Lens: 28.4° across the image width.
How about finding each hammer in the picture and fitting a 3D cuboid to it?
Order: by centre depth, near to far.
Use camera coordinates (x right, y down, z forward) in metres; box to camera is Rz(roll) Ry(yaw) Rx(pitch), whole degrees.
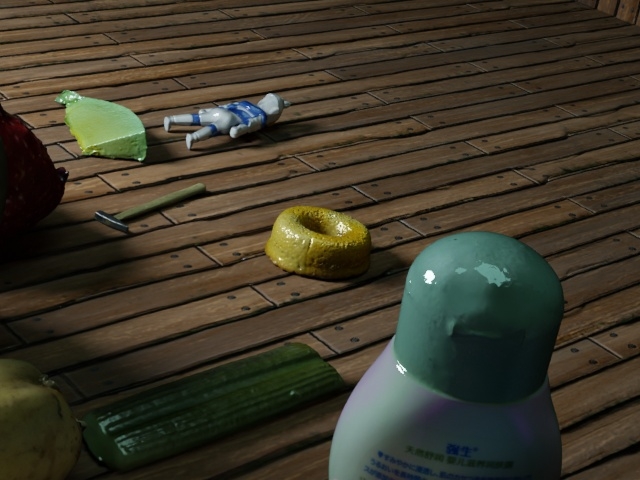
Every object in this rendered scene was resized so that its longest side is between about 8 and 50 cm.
[{"bbox_3d":[-0.237,-0.052,1.849,0.062,0.013,0.199,27,32,30],"label":"hammer"}]

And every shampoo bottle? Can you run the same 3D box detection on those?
[{"bbox_3d":[0.129,0.155,1.189,0.222,0.349,0.151,10,28,1],"label":"shampoo bottle"}]

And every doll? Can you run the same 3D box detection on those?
[{"bbox_3d":[-0.141,-0.202,2.131,0.227,0.057,0.114,-20,31,-29],"label":"doll"}]

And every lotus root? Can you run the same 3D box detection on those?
[{"bbox_3d":[-0.353,0.196,1.184,0.284,0.146,0.160,-19,20,-39],"label":"lotus root"}]

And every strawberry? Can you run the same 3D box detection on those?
[{"bbox_3d":[-0.478,-0.089,1.643,0.274,0.274,0.220,24,68,27],"label":"strawberry"}]

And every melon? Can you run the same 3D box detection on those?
[{"bbox_3d":[-0.366,-0.185,2.056,0.114,0.053,0.262,-27,36,-22],"label":"melon"}]

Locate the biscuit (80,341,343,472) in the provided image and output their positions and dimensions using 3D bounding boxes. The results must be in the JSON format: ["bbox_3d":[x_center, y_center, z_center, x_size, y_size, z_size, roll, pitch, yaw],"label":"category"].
[{"bbox_3d":[-0.118,0.178,1.413,0.322,0.038,0.099,-14,38,-38],"label":"biscuit"}]

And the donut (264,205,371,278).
[{"bbox_3d":[0.000,0.000,1.778,0.152,0.058,0.152,10,26,-5],"label":"donut"}]

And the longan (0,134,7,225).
[{"bbox_3d":[-0.508,-0.046,1.366,0.361,0.361,0.361,7,27,-4],"label":"longan"}]

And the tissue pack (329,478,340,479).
[{"bbox_3d":[0.093,0.308,1.055,0.269,0.137,0.209,5,30,22],"label":"tissue pack"}]
